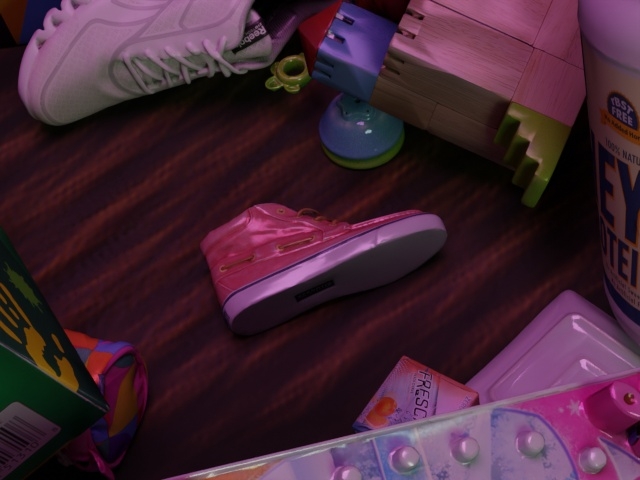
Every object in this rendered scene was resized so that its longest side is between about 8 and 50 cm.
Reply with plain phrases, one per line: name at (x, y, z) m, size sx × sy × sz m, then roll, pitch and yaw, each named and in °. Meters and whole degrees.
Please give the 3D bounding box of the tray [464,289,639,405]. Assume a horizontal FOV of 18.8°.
tray at (0.225, 0.143, 1.329) m, size 0.145 × 0.030 × 0.270 m, roll -42°, pitch 59°, yaw -19°

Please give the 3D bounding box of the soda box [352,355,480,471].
soda box at (0.069, 0.153, 1.249) m, size 0.058 × 0.183 × 0.063 m, roll 26°, pitch 64°, yaw 24°

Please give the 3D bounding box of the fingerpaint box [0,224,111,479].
fingerpaint box at (-0.423, 0.096, 1.295) m, size 0.445 × 0.163 × 0.371 m, roll -39°, pitch 56°, yaw 5°

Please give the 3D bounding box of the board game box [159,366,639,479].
board game box at (0.100, 0.286, 1.085) m, size 0.390 × 0.050 × 0.390 m, roll -11°, pitch 75°, yaw -19°

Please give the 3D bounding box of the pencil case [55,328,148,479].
pencil case at (-0.240, 0.099, 1.389) m, size 0.236 × 0.104 × 0.104 m, roll 12°, pitch 57°, yaw 18°

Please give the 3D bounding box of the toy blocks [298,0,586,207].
toy blocks at (0.110, -0.232, 1.465) m, size 0.261 × 0.191 × 0.381 m, roll 24°, pitch 67°, yaw 3°

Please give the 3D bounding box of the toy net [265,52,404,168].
toy net at (0.072, -0.158, 1.561) m, size 0.232 × 0.045 × 0.122 m, roll -39°, pitch 57°, yaw -21°

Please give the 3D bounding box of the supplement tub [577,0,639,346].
supplement tub at (0.293, -0.092, 1.273) m, size 0.235 × 0.325 × 0.235 m, roll -8°, pitch 31°, yaw 5°

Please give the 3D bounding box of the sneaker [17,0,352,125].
sneaker at (-0.107, -0.171, 1.540) m, size 0.292 × 0.110 × 0.118 m, roll -31°, pitch 59°, yaw 1°

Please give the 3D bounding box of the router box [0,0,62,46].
router box at (-0.241, -0.238, 1.579) m, size 0.133 × 0.179 × 0.046 m, roll -8°, pitch 51°, yaw 4°

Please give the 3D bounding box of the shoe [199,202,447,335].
shoe at (0.000, 0.000, 1.442) m, size 0.178 × 0.063 × 0.081 m, roll -23°, pitch 59°, yaw -3°
